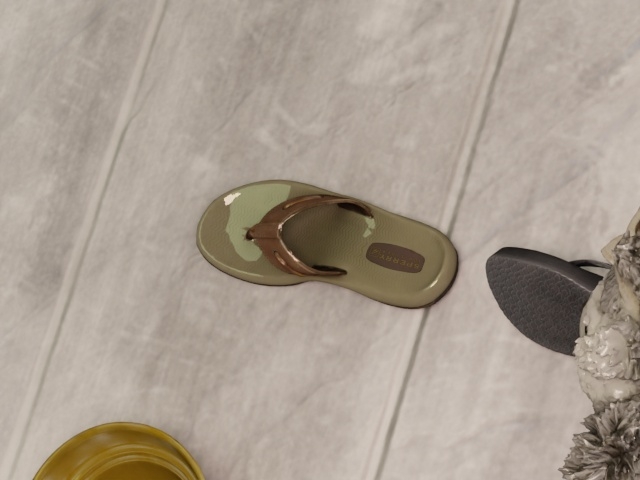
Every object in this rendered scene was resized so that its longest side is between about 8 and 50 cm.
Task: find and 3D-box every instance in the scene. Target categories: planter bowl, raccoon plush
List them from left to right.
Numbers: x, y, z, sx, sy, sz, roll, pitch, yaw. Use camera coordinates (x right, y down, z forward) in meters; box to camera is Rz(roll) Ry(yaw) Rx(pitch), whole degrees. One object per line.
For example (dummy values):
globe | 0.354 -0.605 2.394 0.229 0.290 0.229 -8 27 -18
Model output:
planter bowl | -0.181 0.291 1.692 0.217 0.090 0.217 -8 70 22
raccoon plush | 0.364 0.175 1.355 0.446 0.216 0.299 27 113 32

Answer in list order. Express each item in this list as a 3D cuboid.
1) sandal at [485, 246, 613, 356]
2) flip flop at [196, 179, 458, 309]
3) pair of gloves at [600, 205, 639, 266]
sandal | 0.267 0.065 1.574 0.254 0.097 0.054 18 43 28
flip flop | 0.000 0.000 1.707 0.277 0.080 0.112 15 81 27
pair of gloves | 0.394 0.003 1.551 0.240 0.042 0.204 40 92 28
